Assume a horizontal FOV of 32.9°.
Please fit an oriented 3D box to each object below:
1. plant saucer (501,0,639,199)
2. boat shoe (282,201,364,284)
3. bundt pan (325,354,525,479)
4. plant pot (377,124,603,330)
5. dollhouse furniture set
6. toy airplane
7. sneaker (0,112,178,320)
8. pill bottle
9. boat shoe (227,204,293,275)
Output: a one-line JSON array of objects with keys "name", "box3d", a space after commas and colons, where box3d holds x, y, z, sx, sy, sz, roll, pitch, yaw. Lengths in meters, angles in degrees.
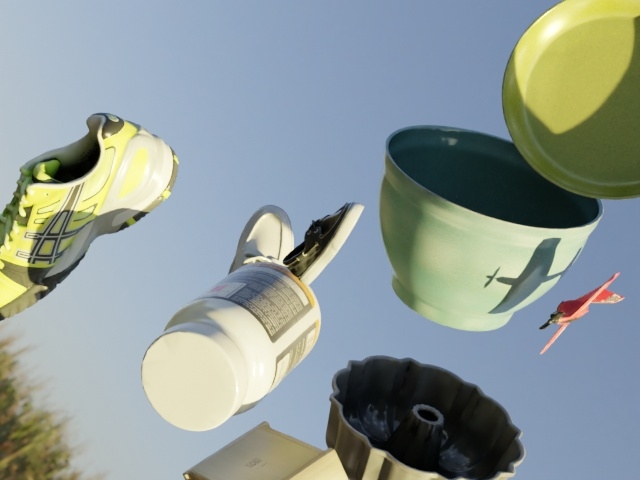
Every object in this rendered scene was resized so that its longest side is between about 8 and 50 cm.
[{"name": "plant saucer", "box3d": [0.320, -0.157, 1.181, 0.241, 0.241, 0.037, 53, 4, 18]}, {"name": "boat shoe", "box3d": [0.000, 0.000, 1.162, 0.040, 0.049, 0.142, 34, -42, -4]}, {"name": "bundt pan", "box3d": [0.156, 0.329, 1.755, 0.331, 0.331, 0.124, 41, -57, 41]}, {"name": "plant pot", "box3d": [0.200, -0.005, 1.444, 0.293, 0.293, 0.196, 42, -54, 40]}, {"name": "dollhouse furniture set", "box3d": [-0.062, 0.435, 1.389, 0.198, 0.286, 0.303, 2, -61, 62]}, {"name": "toy airplane", "box3d": [0.321, 0.077, 1.318, 0.028, 0.151, 0.151, 53, -21, 22]}, {"name": "sneaker", "box3d": [-0.384, -0.039, 1.498, 0.147, 0.385, 0.145, 45, 6, -45]}, {"name": "pill bottle", "box3d": [-0.115, 0.137, 1.433, 0.162, 0.162, 0.278, 61, 24, -3]}, {"name": "boat shoe", "box3d": [-0.108, 0.061, 1.749, 0.096, 0.267, 0.088, 22, -16, -1]}]
